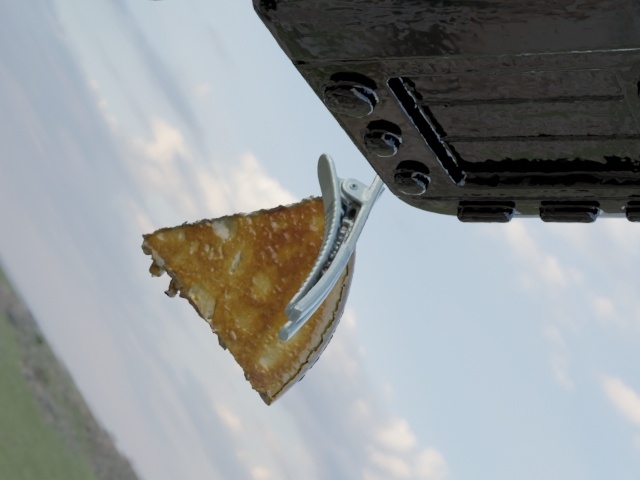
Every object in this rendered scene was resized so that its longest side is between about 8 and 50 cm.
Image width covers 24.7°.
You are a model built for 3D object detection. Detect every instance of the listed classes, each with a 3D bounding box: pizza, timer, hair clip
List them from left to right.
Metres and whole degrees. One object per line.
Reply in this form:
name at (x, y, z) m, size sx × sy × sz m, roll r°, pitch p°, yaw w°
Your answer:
pizza at (-0.064, 0.024, 1.322) m, size 0.193 × 0.201 × 0.053 m, roll 28°, pitch -1°, yaw 4°
hair clip at (0.000, 0.001, 0.746) m, size 0.039 × 0.115 × 0.030 m, roll 22°, pitch -40°, yaw 5°
timer at (0.072, -0.063, 0.539) m, size 0.187 × 0.144 × 0.055 m, roll 48°, pitch 47°, yaw -57°
